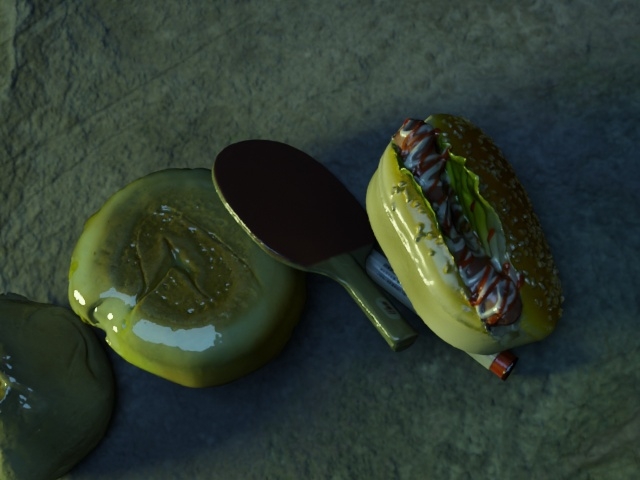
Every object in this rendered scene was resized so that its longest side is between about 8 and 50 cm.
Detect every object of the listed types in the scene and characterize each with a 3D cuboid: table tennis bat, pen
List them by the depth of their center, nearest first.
[{"bbox_3d":[0.000,0.000,1.245,0.246,0.138,0.022,51,131,24],"label":"table tennis bat"},{"bbox_3d":[0.084,0.050,1.269,0.218,0.026,0.026,37,90,17],"label":"pen"}]

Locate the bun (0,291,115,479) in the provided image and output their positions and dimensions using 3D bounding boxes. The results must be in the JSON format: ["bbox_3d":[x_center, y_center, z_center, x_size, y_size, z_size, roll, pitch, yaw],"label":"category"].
[{"bbox_3d":[-0.279,0.133,1.295,0.173,0.113,0.166,36,89,15],"label":"bun"}]

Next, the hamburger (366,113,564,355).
[{"bbox_3d":[0.126,-0.006,1.197,0.116,0.173,0.210,-37,71,31],"label":"hamburger"}]

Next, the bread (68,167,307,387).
[{"bbox_3d":[-0.114,0.033,1.274,0.213,0.105,0.213,-2,65,4],"label":"bread"}]
